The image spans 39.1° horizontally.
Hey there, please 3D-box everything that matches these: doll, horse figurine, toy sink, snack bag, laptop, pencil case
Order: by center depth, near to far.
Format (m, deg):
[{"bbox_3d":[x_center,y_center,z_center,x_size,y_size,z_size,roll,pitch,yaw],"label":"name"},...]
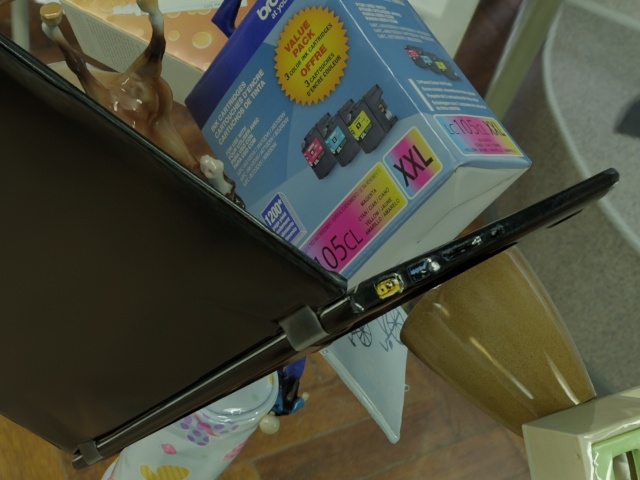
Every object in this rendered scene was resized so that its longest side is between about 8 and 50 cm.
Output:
[{"bbox_3d":[-0.098,-0.009,0.603,0.408,0.382,0.236,-22,82,-41],"label":"laptop"},{"bbox_3d":[-0.182,-0.105,0.604,0.263,0.174,0.066,11,61,14],"label":"horse figurine"},{"bbox_3d":[-0.140,0.203,0.932,0.113,0.273,0.124,25,41,-8],"label":"pencil case"},{"bbox_3d":[0.414,0.299,1.218,0.234,0.131,0.153,-10,90,-25],"label":"toy sink"},{"bbox_3d":[0.071,0.156,1.627,0.323,0.037,0.342,54,27,-28],"label":"snack bag"},{"bbox_3d":[-0.080,0.265,1.676,0.129,0.046,0.189,14,79,-7],"label":"doll"}]

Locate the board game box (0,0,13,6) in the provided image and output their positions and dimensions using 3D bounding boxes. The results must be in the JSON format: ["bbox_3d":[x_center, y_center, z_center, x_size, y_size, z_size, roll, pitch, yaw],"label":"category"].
[{"bbox_3d":[-0.392,-0.296,0.884,0.291,0.232,0.141,-34,104,-27],"label":"board game box"}]

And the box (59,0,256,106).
[{"bbox_3d":[-0.256,-0.393,1.643,0.345,0.168,0.215,28,70,13],"label":"box"}]

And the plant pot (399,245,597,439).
[{"bbox_3d":[0.290,0.174,1.373,0.237,0.237,0.254,-22,60,-30],"label":"plant pot"}]

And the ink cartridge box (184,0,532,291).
[{"bbox_3d":[0.011,-0.149,1.050,0.151,0.270,0.395,-1,53,-47],"label":"ink cartridge box"}]
